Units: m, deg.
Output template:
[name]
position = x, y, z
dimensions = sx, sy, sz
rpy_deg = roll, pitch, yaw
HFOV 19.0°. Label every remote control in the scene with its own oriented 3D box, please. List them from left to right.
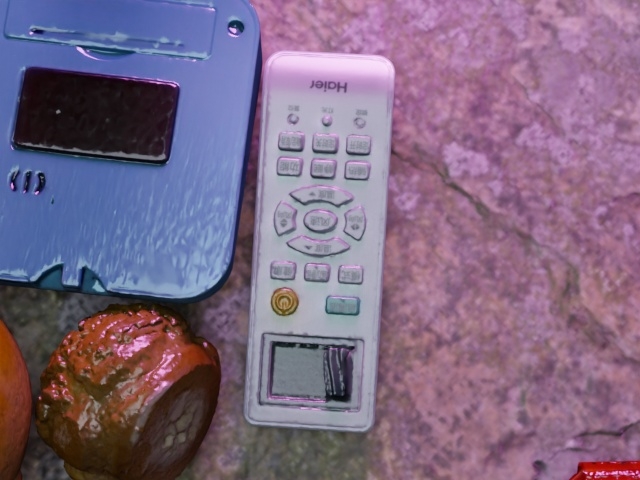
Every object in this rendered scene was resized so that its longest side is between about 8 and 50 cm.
[remote control]
position = 0.000, 0.000, 1.488
dimensions = 0.103, 0.051, 0.293
rpy_deg = 4, 88, 3

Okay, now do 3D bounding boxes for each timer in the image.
[timer]
position = -0.168, -0.075, 1.459
dimensions = 0.232, 0.091, 0.250
rpy_deg = 7, 74, 3

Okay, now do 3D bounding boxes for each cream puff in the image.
[cream puff]
position = -0.149, 0.117, 1.434
dimensions = 0.115, 0.150, 0.165
rpy_deg = 31, 124, 24

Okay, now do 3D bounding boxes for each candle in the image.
[candle]
position = 0.234, 0.193, 1.458
dimensions = 0.131, 0.052, 0.052
rpy_deg = -4, 84, 3

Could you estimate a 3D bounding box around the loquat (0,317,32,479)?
[loquat]
position = -0.325, 0.125, 1.404
dimensions = 0.244, 0.244, 0.244
rpy_deg = 0, 84, 3
